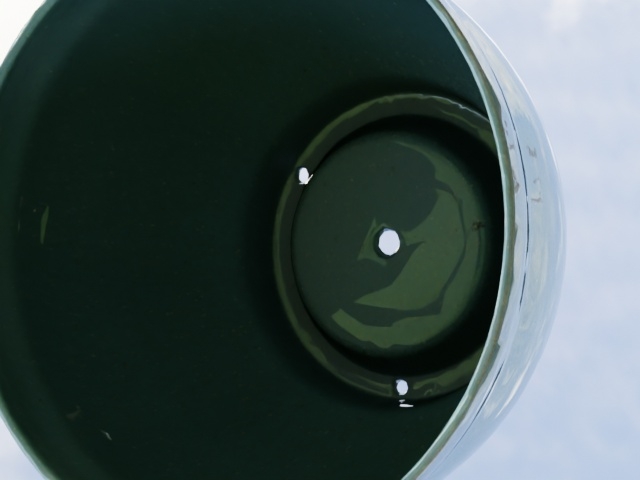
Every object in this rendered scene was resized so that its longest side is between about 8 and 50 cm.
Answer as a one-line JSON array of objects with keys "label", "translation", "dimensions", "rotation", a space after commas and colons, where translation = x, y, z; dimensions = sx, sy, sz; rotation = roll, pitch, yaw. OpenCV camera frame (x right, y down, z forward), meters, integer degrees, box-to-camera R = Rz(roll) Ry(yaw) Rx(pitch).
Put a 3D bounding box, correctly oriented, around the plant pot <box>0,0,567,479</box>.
[{"label": "plant pot", "translation": [0.000, 0.000, 0.873], "dimensions": [0.196, 0.293, 0.293], "rotation": [5, -120, -59]}]
